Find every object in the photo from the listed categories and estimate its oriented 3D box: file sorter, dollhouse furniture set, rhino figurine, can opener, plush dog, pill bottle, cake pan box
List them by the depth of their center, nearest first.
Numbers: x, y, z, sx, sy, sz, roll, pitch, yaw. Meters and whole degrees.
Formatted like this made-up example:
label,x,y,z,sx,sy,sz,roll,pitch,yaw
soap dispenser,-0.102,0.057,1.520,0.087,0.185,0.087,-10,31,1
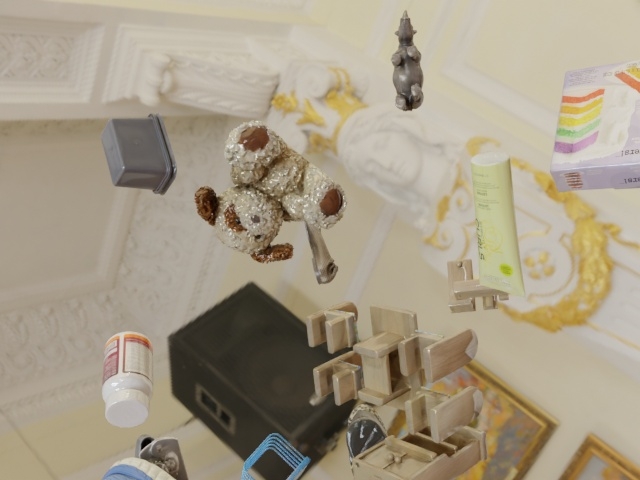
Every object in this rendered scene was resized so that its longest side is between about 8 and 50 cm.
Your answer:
label,x,y,z,sx,sy,sz,roll,pitch,yaw
dollhouse furniture set,0.122,0.198,1.026,0.161,0.212,0.242,-18,-72,-40
cake pan box,0.539,-0.201,1.315,0.070,0.266,0.246,50,-131,-44
can opener,-0.269,0.484,1.406,0.075,0.095,0.284,-18,-79,-32
plush dog,-0.115,-0.080,1.475,0.262,0.210,0.225,38,-88,-19
dollhouse furniture set,0.342,0.074,1.704,0.151,0.144,0.123,49,-143,-62
file sorter,-0.107,0.514,1.734,0.118,0.104,0.170,-44,-13,-24
rhino figurine,0.201,-0.417,1.810,0.106,0.073,0.244,9,-102,-77
pill bottle,-0.469,0.338,1.895,0.121,0.221,0.121,-6,-51,-8

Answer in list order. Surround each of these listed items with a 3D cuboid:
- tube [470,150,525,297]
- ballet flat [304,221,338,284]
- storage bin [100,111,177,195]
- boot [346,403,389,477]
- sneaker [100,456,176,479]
label,x,y,z,sx,sy,sz,roll,pitch,yaw
tube,0.283,-0.021,1.249,0.062,0.070,0.240,-9,-65,3
ballet flat,0.000,0.000,1.914,0.058,0.250,0.084,-16,-39,5
storage bin,-0.315,-0.145,1.317,0.091,0.135,0.098,-2,-29,-36
boot,0.102,0.401,1.330,0.085,0.237,0.178,-17,0,2
sneaker,-0.231,0.454,1.222,0.147,0.329,0.130,-37,-50,-61
